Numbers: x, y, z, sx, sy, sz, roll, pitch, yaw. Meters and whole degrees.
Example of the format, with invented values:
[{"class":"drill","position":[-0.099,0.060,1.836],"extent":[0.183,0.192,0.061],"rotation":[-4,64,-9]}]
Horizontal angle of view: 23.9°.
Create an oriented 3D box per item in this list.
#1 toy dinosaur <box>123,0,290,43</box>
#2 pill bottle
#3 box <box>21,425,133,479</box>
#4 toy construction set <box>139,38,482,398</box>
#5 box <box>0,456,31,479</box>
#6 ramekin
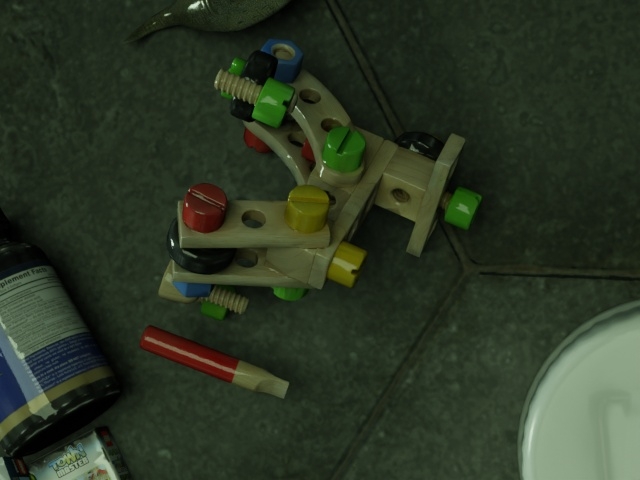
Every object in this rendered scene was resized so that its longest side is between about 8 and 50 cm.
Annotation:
[{"class":"toy dinosaur","position":[-0.058,-0.267,1.380],"extent":[0.314,0.121,0.160],"rotation":[-34,67,5]},{"class":"pill bottle","position":[-0.287,0.079,1.407],"extent":[0.123,0.123,0.219],"rotation":[-34,80,9]},{"class":"box","position":[-0.271,0.272,1.435],"extent":[0.207,0.036,0.114],"rotation":[-28,81,10]},{"class":"toy construction set","position":[0.000,0.000,1.318],"extent":[0.237,0.257,0.308],"rotation":[22,112,1]},{"class":"box","position":[-0.355,0.321,1.403],"extent":[0.233,0.044,0.159],"rotation":[-26,76,10]},{"class":"ramekin","position":[0.297,0.182,1.263],"extent":[0.277,0.135,0.277],"rotation":[-1,87,12]}]
